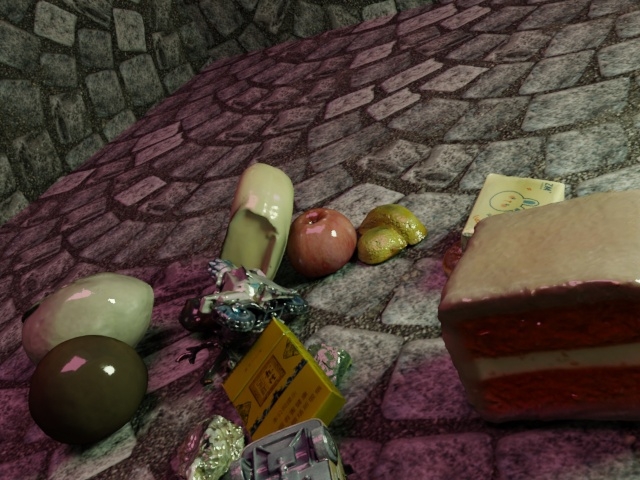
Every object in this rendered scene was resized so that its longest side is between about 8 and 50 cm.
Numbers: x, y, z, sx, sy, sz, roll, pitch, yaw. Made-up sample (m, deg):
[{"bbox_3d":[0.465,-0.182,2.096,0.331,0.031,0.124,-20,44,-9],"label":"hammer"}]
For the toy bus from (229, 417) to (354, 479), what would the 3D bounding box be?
[{"bbox_3d":[-0.015,0.359,0.903,0.139,0.157,0.290,-23,28,3],"label":"toy bus"}]

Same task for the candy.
[{"bbox_3d":[-0.469,0.180,1.563,0.295,0.185,0.295,-24,-9,-4],"label":"candy"}]

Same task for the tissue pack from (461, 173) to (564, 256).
[{"bbox_3d":[0.341,-0.030,1.331,0.148,0.092,0.196,10,38,20],"label":"tissue pack"}]

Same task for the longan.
[{"bbox_3d":[-0.426,0.271,1.382,0.220,0.197,0.196,-28,27,0],"label":"longan"}]

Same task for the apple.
[{"bbox_3d":[0.000,0.000,1.574,0.153,0.120,0.153,-20,27,10],"label":"apple"}]

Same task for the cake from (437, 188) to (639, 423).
[{"bbox_3d":[0.331,0.093,1.001,0.308,0.237,0.230,-11,27,31],"label":"cake"}]

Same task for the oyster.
[{"bbox_3d":[-0.179,0.329,1.199,0.125,0.064,0.177,-40,18,-16],"label":"oyster"}]

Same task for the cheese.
[{"bbox_3d":[-0.133,-0.022,1.592,0.127,0.266,0.233,15,23,-5],"label":"cheese"}]

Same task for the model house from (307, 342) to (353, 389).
[{"bbox_3d":[0.003,0.221,1.257,0.078,0.066,0.083,4,56,28],"label":"model house"}]

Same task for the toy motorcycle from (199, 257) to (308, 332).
[{"bbox_3d":[-0.155,0.099,1.411,0.204,0.239,0.108,31,94,26],"label":"toy motorcycle"}]

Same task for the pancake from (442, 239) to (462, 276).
[{"bbox_3d":[0.286,0.029,1.381,0.139,0.022,0.139,-20,28,11],"label":"pancake"}]

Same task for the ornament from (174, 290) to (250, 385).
[{"bbox_3d":[-0.222,0.189,1.472,0.202,0.080,0.236,-10,30,20],"label":"ornament"}]

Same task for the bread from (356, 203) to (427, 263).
[{"bbox_3d":[0.123,-0.021,1.574,0.149,0.065,0.187,-38,30,-12],"label":"bread"}]

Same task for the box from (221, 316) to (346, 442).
[{"bbox_3d":[-0.066,0.244,1.223,0.153,0.041,0.279,-54,29,2],"label":"box"}]
